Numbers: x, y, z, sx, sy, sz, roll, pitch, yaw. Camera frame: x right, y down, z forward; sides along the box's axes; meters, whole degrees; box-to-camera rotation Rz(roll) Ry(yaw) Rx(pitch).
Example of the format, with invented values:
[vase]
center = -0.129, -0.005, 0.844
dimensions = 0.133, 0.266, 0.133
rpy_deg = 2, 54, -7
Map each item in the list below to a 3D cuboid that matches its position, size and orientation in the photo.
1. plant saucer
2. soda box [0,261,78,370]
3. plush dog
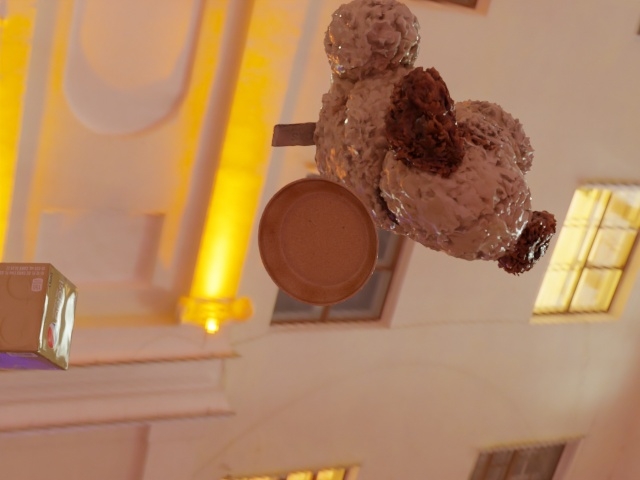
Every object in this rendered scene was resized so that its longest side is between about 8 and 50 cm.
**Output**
[plant saucer]
center = 0.000, 0.000, 0.654
dimensions = 0.083, 0.083, 0.015
rpy_deg = 22, -164, 17
[soda box]
center = -0.262, 0.051, 0.686
dimensions = 0.181, 0.061, 0.058
rpy_deg = 1, 160, 7
[plush dog]
center = 0.093, -0.062, 0.900
dimensions = 0.262, 0.210, 0.225
rpy_deg = 38, 180, -31
